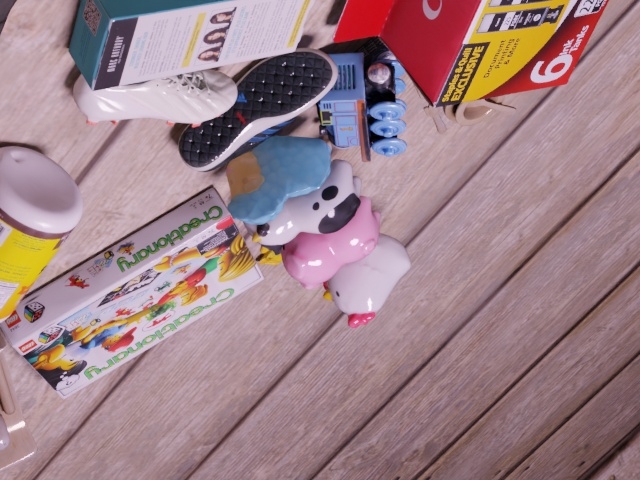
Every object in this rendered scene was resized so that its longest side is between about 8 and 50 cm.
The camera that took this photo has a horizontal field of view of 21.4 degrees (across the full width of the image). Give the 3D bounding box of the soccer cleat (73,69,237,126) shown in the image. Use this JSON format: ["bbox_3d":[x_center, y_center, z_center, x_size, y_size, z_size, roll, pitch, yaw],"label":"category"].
[{"bbox_3d":[-0.165,-0.162,1.774,0.196,0.068,0.076,-7,140,-36],"label":"soccer cleat"}]

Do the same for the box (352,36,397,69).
[{"bbox_3d":[0.086,-0.227,1.978,0.083,0.018,0.067,-38,152,10],"label":"box"}]

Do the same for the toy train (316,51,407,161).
[{"bbox_3d":[0.048,-0.155,1.977,0.105,0.080,0.184,0,159,4],"label":"toy train"}]

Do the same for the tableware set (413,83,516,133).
[{"bbox_3d":[0.188,-0.194,2.117,0.128,0.039,0.194,-34,153,2],"label":"tableware set"}]

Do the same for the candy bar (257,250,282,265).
[{"bbox_3d":[-0.023,-0.018,2.206,0.040,0.018,0.161,8,132,-50],"label":"candy bar"}]

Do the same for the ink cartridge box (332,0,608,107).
[{"bbox_3d":[0.191,-0.303,1.825,0.272,0.130,0.309,-13,143,-32],"label":"ink cartridge box"}]

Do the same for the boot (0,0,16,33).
[{"bbox_3d":[-0.339,-0.225,1.490,0.137,0.077,0.198,-49,162,21],"label":"boot"}]

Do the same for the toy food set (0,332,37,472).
[{"bbox_3d":[-0.467,0.234,2.071,0.220,0.092,0.306,-25,151,-16],"label":"toy food set"}]

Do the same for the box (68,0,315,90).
[{"bbox_3d":[-0.126,-0.225,1.712,0.244,0.060,0.100,-14,147,-31],"label":"box"}]

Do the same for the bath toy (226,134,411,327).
[{"bbox_3d":[0.000,0.000,2.114,0.151,0.129,0.348,2,155,26],"label":"bath toy"}]

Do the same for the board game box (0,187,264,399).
[{"bbox_3d":[-0.228,0.069,2.094,0.305,0.053,0.193,-31,153,-3],"label":"board game box"}]

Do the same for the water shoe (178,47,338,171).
[{"bbox_3d":[-0.070,-0.150,1.907,0.203,0.073,0.080,-31,174,7],"label":"water shoe"}]

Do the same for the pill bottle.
[{"bbox_3d":[-0.351,0.010,1.799,0.117,0.117,0.215,2,138,-48],"label":"pill bottle"}]
